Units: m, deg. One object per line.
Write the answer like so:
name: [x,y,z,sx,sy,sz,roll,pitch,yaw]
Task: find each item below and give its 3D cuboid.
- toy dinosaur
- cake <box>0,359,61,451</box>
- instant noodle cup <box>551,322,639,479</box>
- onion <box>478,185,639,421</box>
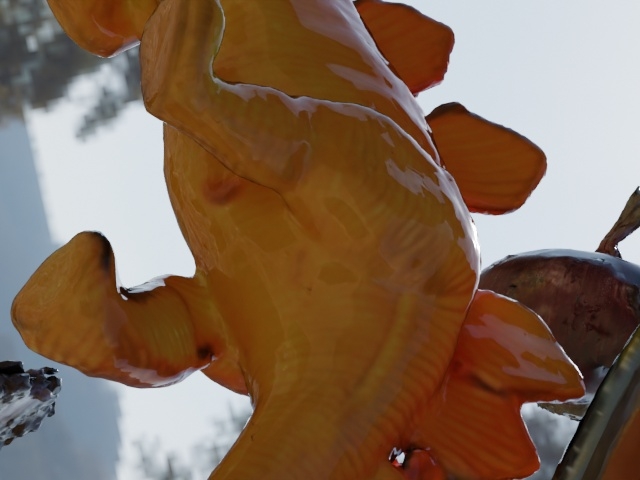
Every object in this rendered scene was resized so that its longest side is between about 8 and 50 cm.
toy dinosaur: [0.000,0.000,0.375,0.070,0.117,0.288,-33,-134,34]
cake: [-0.249,0.126,0.876,0.116,0.295,0.112,16,51,-63]
instant noodle cup: [0.167,0.103,0.364,0.182,0.230,0.230,23,-49,41]
onion: [0.150,0.030,1.065,0.150,0.150,0.140,119,-14,-74]
